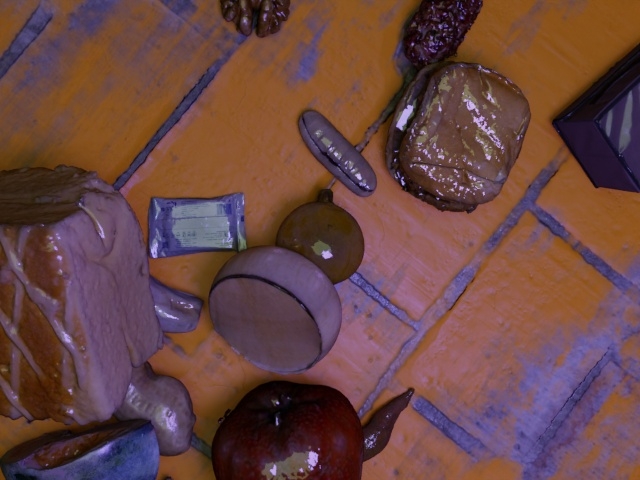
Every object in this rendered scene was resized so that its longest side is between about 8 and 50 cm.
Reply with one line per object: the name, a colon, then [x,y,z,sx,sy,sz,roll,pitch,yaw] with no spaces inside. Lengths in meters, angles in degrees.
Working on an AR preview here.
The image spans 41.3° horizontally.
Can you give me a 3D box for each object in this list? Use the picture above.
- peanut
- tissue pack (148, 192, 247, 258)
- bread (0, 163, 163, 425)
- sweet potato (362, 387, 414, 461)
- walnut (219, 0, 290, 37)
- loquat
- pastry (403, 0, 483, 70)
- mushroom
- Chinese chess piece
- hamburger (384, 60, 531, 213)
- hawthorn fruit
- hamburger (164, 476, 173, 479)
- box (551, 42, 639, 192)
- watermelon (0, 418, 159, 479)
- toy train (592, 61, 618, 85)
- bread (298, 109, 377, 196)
peanut: [-0.335,0.303,1.638,0.253,0.122,0.137,41,88,3]
tissue pack: [-0.245,-0.030,1.688,0.193,0.026,0.123,-3,89,-3]
bread: [-0.507,0.091,1.483,0.371,0.279,0.390,0,113,20]
sweet potato: [0.114,0.382,1.689,0.226,0.068,0.068,-42,92,-5]
walnut: [-0.128,-0.489,1.675,0.143,0.069,0.170,5,92,-4]
loquat: [0.000,0.000,1.641,0.172,0.149,0.205,4,81,0]
pastry: [0.245,-0.435,1.683,0.115,0.097,0.208,35,90,8]
mushroom: [-0.384,0.068,1.650,0.351,0.095,0.123,38,71,-4]
Chinese chess piece: [-0.085,0.130,1.591,0.257,0.257,0.104,39,45,-2]
hamburger: [0.262,-0.202,1.657,0.259,0.144,0.283,31,84,-14]
hawthorn fruit: [-0.046,0.447,1.586,0.284,0.285,0.369,-13,102,-3]
hamburger: [-0.309,0.556,1.653,0.102,0.087,0.176,37,86,-1]
box: [0.622,-0.243,1.658,0.252,0.153,0.188,-40,104,-4]
watermelon: [-0.453,0.453,1.568,0.321,0.175,0.188,-18,94,32]
toy train: [0.598,-0.327,1.732,0.092,0.029,0.045,-39,99,-4]
bread: [0.032,-0.172,1.690,0.073,0.053,0.214,-42,92,2]
